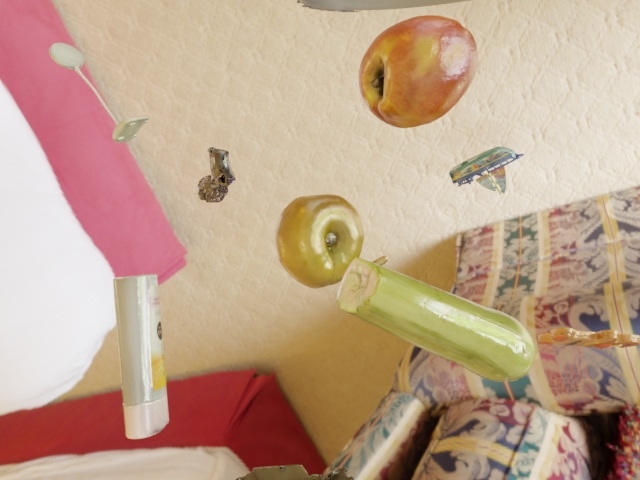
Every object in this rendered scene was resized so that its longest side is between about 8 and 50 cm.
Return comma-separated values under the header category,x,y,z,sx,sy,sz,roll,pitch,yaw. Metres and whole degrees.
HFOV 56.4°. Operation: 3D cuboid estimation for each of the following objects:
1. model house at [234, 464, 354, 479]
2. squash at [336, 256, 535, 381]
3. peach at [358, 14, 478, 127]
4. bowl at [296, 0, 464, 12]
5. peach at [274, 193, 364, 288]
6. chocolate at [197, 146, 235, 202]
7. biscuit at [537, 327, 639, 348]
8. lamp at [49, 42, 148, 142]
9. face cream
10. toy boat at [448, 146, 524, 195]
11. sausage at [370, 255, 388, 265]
category,x,y,z,sx,sy,sz,roll,pitch,yaw
model house,-0.031,0.547,1.160,0.243,0.211,0.204,-28,118,-14
squash,0.139,0.096,0.677,0.250,0.083,0.083,23,125,-16
peach,0.233,-0.392,1.400,0.238,0.281,0.281,48,134,39
bowl,0.134,-0.386,0.729,0.345,0.345,0.157,1,104,18
peach,0.000,0.000,1.540,0.153,0.251,0.251,17,134,57
chocolate,-0.198,-0.118,1.131,0.072,0.070,0.147,39,161,-1
biscuit,0.713,0.263,1.563,0.250,0.036,0.165,4,162,-3
lamp,-0.327,-0.229,0.875,0.198,0.050,0.056,51,126,11
face cream,-0.308,0.194,1.024,0.073,0.107,0.269,-5,88,5
toy boat,0.398,-0.155,1.388,0.175,0.091,0.110,-25,99,35
sausage,0.124,0.078,1.608,0.132,0.024,0.024,-28,109,0
